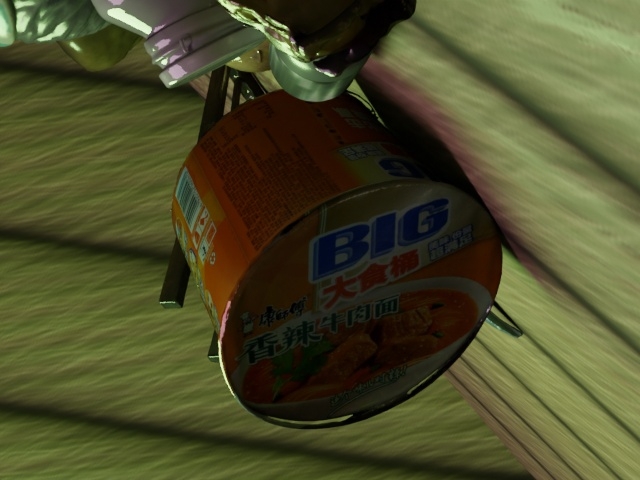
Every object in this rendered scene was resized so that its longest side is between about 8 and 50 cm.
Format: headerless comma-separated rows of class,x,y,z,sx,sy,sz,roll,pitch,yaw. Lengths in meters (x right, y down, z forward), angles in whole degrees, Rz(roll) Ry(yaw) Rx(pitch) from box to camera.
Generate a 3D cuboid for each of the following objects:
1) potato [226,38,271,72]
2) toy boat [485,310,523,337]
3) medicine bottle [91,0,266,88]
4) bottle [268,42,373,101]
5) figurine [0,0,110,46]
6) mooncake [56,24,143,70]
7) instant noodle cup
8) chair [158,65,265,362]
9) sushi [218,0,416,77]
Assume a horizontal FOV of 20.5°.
potato,-0.044,-0.185,1.573,0.089,0.100,0.172,45,175,-16
toy boat,0.183,0.075,2.066,0.122,0.034,0.096,48,-178,4
medicine bottle,-0.130,-0.236,1.410,0.215,0.135,0.135,63,176,-3
bottle,-0.005,-0.163,1.387,0.096,0.079,0.253,48,178,-2
figurine,-0.330,-0.277,1.879,0.266,0.377,0.361,51,178,-25
mooncake,-0.323,-0.381,2.280,0.324,0.187,0.324,51,179,1
instant noodle cup,0.000,0.000,1.670,0.296,0.296,0.214,52,-177,-46
chair,-0.036,-0.059,2.381,0.240,0.416,0.203,-3,149,24
sushi,-0.066,-0.214,1.144,0.291,0.139,0.131,47,-176,20
